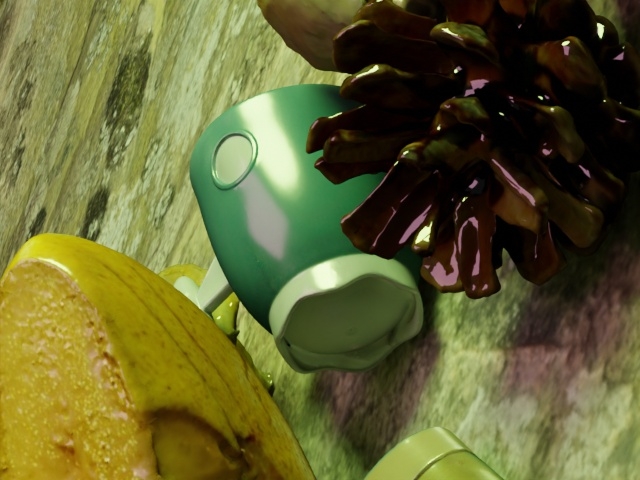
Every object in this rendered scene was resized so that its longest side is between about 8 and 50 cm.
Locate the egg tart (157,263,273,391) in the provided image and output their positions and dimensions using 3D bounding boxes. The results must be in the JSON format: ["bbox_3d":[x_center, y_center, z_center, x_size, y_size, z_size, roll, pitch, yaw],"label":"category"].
[{"bbox_3d":[-0.124,0.171,1.527,0.315,0.120,0.315,-44,35,43],"label":"egg tart"}]

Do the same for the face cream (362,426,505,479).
[{"bbox_3d":[0.087,0.211,1.094,0.139,0.067,0.285,-65,23,6],"label":"face cream"}]

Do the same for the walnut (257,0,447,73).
[{"bbox_3d":[0.084,-0.207,1.316,0.238,0.141,0.204,-54,-19,-2],"label":"walnut"}]

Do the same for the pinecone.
[{"bbox_3d":[0.095,-0.077,1.144,0.229,0.201,0.202,37,149,40],"label":"pinecone"}]

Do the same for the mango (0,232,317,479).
[{"bbox_3d":[-0.120,0.155,1.275,0.201,0.350,0.199,-27,3,-3],"label":"mango"}]

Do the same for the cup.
[{"bbox_3d":[0.000,0.000,1.342,0.300,0.167,0.173,-39,46,25],"label":"cup"}]
